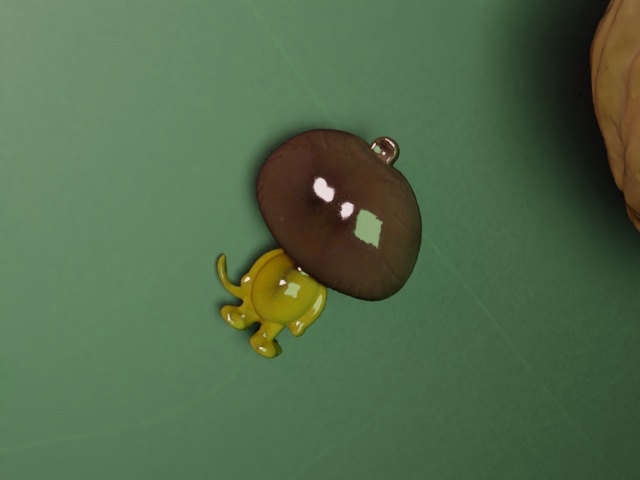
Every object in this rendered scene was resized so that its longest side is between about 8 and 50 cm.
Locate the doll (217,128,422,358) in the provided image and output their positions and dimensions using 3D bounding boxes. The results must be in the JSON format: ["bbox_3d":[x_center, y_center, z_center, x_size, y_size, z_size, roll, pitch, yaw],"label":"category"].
[{"bbox_3d":[-0.007,-0.005,1.427,0.188,0.096,0.145,-30,76,22],"label":"doll"}]

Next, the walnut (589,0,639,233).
[{"bbox_3d":[0.381,-0.118,1.366,0.381,0.381,0.381,-1,97,-11],"label":"walnut"}]
